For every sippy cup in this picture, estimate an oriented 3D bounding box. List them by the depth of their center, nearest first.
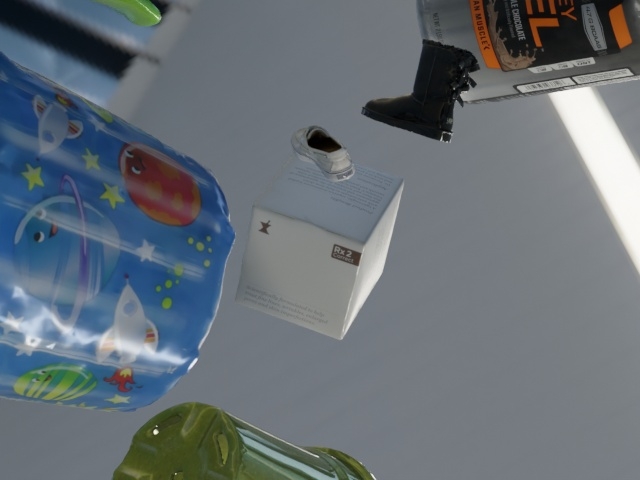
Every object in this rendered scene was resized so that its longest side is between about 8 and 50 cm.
[{"bbox_3d":[-0.185,0.001,1.049,0.305,0.224,0.240,-54,-149,28],"label":"sippy cup"}]

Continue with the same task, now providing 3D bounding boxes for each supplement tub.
[{"bbox_3d":[0.298,-0.278,1.963,0.338,0.207,0.207,-8,-155,29],"label":"supplement tub"}]

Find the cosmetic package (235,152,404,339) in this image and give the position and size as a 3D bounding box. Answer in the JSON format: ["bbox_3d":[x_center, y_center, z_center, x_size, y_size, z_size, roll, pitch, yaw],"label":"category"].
[{"bbox_3d":[0.000,0.000,2.171,0.151,0.151,0.184,19,-147,11],"label":"cosmetic package"}]

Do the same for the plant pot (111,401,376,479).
[{"bbox_3d":[-0.101,0.319,1.980,0.276,0.254,0.276,-20,-129,26],"label":"plant pot"}]

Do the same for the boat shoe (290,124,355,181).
[{"bbox_3d":[-0.001,-0.086,1.510,0.035,0.035,0.100,-23,-149,-12],"label":"boat shoe"}]

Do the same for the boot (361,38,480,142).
[{"bbox_3d":[0.105,-0.163,1.801,0.121,0.099,0.045,20,-172,37],"label":"boot"}]
